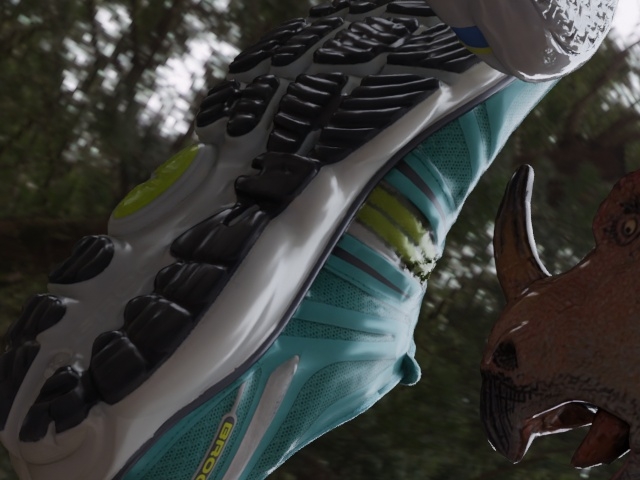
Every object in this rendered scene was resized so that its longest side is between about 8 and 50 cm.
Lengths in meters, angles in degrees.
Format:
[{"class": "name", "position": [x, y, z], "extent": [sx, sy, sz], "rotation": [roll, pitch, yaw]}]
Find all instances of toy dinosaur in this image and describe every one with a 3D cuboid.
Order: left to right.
[{"class": "toy dinosaur", "position": [0.189, -0.034, 0.370], "extent": [0.200, 0.296, 0.127], "rotation": [28, -50, 39]}]

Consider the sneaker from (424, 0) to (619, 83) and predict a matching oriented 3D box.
[{"class": "sneaker", "position": [-0.009, -0.145, 0.438], "extent": [0.126, 0.091, 0.240], "rotation": [-17, -78, 43]}]

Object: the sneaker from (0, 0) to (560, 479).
[{"class": "sneaker", "position": [0.000, 0.000, 0.559], "extent": [0.107, 0.110, 0.275], "rotation": [18, -123, 47]}]
